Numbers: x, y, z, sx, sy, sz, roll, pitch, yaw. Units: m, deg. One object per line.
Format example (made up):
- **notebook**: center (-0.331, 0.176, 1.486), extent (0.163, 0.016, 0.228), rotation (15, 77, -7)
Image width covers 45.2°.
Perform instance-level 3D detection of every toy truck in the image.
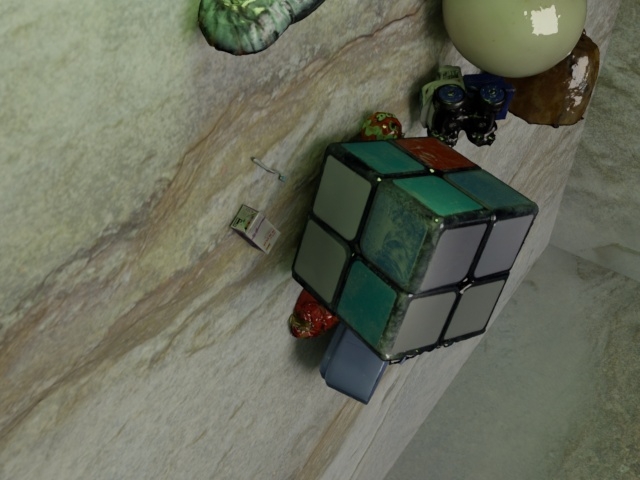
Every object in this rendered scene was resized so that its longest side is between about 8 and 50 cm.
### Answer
- **toy truck**: center (0.332, -0.328, 1.781), extent (0.161, 0.213, 0.177), rotation (92, -6, -60)

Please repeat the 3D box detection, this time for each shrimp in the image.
- **shrimp**: center (-0.026, -0.399, 1.032), extent (0.372, 0.137, 0.172), rotation (-56, 171, -15)

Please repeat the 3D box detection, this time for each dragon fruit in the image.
- **dragon fruit**: center (-0.011, 0.180, 1.714), extent (0.106, 0.083, 0.162), rotation (-48, 153, -27)

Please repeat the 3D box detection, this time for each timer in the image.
- **timer**: center (0.150, 0.217, 1.882), extent (0.395, 0.173, 0.395), rotation (23, 90, -80)

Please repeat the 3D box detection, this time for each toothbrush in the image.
- **toothbrush**: center (-0.088, -0.124, 1.342), extent (0.131, 0.011, 0.013), rotation (28, 67, -66)

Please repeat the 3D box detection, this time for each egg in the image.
- **egg**: center (0.407, -0.497, 1.655), extent (0.345, 0.283, 0.283), rotation (5, 110, -40)

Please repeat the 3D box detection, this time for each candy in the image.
- **candy**: center (0.094, -0.139, 1.635), extent (0.078, 0.084, 0.288), rotation (-10, 130, -51)

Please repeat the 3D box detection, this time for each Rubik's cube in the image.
- **Rubik's cube**: center (0.175, 0.002, 1.503), extent (0.316, 0.318, 0.313), rotation (-10, 128, -41)

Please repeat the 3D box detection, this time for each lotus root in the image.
- **lotus root**: center (0.633, -0.479, 2.082), extent (0.316, 0.316, 0.250), rotation (-41, 157, -42)

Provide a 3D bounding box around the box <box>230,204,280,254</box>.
- **box**: center (-0.113, -0.018, 1.362), extent (0.051, 0.036, 0.117), rotation (-60, 156, -7)
